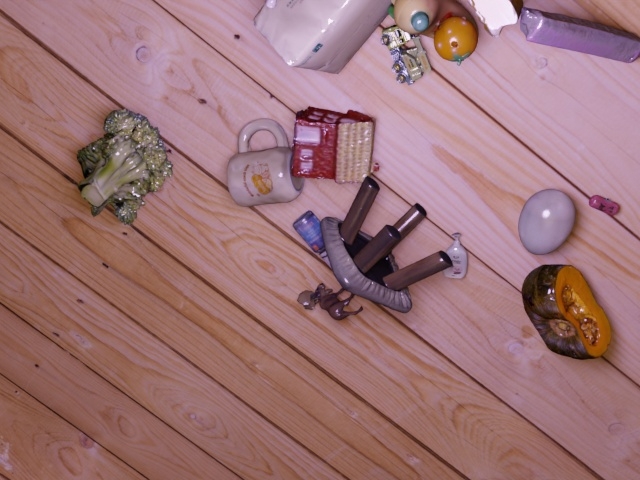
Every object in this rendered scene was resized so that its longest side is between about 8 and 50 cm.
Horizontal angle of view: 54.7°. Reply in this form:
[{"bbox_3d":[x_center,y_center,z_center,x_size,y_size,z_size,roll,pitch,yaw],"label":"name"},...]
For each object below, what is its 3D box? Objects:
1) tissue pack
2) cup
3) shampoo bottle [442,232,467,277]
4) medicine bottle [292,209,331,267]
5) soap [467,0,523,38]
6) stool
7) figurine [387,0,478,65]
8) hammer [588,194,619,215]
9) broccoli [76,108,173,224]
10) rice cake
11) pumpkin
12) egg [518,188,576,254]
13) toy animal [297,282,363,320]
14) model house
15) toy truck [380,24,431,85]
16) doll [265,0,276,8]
[{"bbox_3d":[0.051,-0.630,1.581,0.207,0.297,0.380,51,120,9],"label":"tissue pack"},{"bbox_3d":[-0.165,-0.236,1.944,0.202,0.255,0.173,-6,156,19],"label":"cup"},{"bbox_3d":[0.430,0.044,1.958,0.077,0.045,0.151,7,116,12],"label":"shampoo bottle"},{"bbox_3d":[0.000,0.000,2.031,0.083,0.083,0.203,-34,104,26],"label":"medicine bottle"},{"bbox_3d":[0.420,-0.607,1.514,0.089,0.274,0.173,-27,105,31],"label":"soap"},{"bbox_3d":[0.190,0.016,1.823,0.310,0.310,0.226,23,124,-34],"label":"stool"},{"bbox_3d":[0.309,-0.545,1.564,0.124,0.325,0.222,-49,56,30],"label":"figurine"},{"bbox_3d":[0.819,-0.103,1.787,0.083,0.043,0.043,23,119,4],"label":"hammer"},{"bbox_3d":[-0.643,-0.227,1.998,0.277,0.317,0.338,41,158,-20],"label":"broccoli"},{"bbox_3d":[0.650,-0.498,1.521,0.399,0.064,0.070,2,134,-25],"label":"rice cake"},{"bbox_3d":[0.749,0.204,1.873,0.317,0.222,0.139,52,144,-11],"label":"pumpkin"},{"bbox_3d":[0.653,-0.051,1.795,0.151,0.151,0.209,15,126,8],"label":"egg"},{"bbox_3d":[0.024,0.203,2.091,0.186,0.214,0.093,-27,118,-7],"label":"toy animal"},{"bbox_3d":[0.056,-0.283,1.839,0.254,0.160,0.196,9,117,8],"label":"model house"},{"bbox_3d":[0.242,-0.522,1.718,0.100,0.077,0.168,-18,108,25],"label":"toy truck"},{"bbox_3d":[-0.074,-0.664,1.429,0.085,0.183,0.217,22,128,-28],"label":"doll"}]
